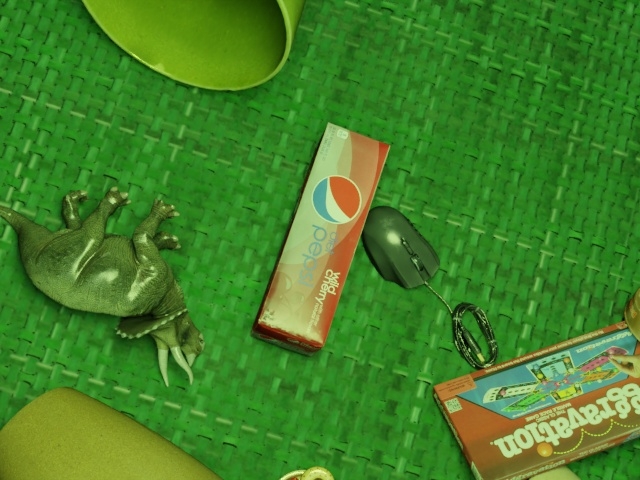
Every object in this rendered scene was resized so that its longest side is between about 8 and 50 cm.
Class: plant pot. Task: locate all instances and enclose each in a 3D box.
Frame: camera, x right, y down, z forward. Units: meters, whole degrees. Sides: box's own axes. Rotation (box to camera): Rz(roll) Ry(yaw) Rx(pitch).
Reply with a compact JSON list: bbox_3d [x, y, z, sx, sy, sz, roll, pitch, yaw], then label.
[{"bbox_3d":[-0.109,-0.381,1.535,0.274,0.275,0.294,26,59,-2],"label":"plant pot"},{"bbox_3d":[-0.230,0.284,1.370,0.237,0.237,0.254,-41,72,-15],"label":"plant pot"}]

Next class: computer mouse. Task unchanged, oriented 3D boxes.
[{"bbox_3d":[0.136,0.056,1.561,0.071,0.041,0.242,-39,86,-16],"label":"computer mouse"}]

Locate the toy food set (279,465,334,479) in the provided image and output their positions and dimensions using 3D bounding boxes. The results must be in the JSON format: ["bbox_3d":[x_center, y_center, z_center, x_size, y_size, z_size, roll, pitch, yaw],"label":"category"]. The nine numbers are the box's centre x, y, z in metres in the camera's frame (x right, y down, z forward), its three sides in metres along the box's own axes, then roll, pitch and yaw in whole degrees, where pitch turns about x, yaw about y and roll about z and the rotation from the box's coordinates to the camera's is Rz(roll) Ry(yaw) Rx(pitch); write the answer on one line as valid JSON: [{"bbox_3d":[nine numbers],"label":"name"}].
[{"bbox_3d":[-0.018,0.308,1.486,0.083,0.020,0.083,-11,79,-12],"label":"toy food set"}]

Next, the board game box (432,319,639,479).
[{"bbox_3d":[0.291,0.192,1.527,0.281,0.027,0.145,-17,54,-12],"label":"board game box"}]

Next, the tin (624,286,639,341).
[{"bbox_3d":[0.469,0.107,1.577,0.189,0.040,0.106,16,39,-5],"label":"tin"}]

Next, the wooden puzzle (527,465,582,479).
[{"bbox_3d":[0.278,0.478,1.465,0.322,0.080,0.348,42,70,2],"label":"wooden puzzle"}]

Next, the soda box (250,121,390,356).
[{"bbox_3d":[0.000,0.000,1.527,0.083,0.092,0.263,20,74,-5],"label":"soda box"}]

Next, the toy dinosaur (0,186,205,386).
[{"bbox_3d":[-0.254,0.025,1.470,0.313,0.121,0.160,26,61,-6],"label":"toy dinosaur"}]
